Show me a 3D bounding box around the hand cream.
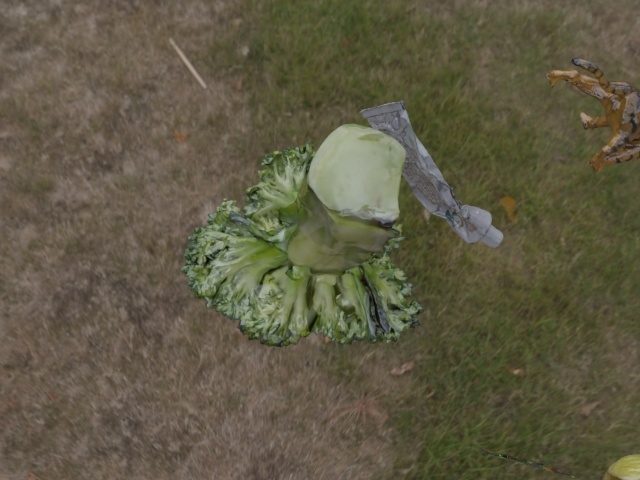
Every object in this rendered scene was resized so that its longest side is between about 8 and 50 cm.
[{"bbox_3d":[0.150,-0.077,1.089,0.257,0.084,0.050,46,68,-21],"label":"hand cream"}]

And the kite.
[{"bbox_3d":[0.195,0.222,0.853,0.090,0.122,0.004,21,80,-35],"label":"kite"}]

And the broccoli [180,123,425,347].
[{"bbox_3d":[-0.016,-0.016,0.851,0.252,0.361,0.221,32,71,20],"label":"broccoli"}]

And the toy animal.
[{"bbox_3d":[0.368,-0.164,1.037,0.116,0.255,0.114,-25,67,25],"label":"toy animal"}]

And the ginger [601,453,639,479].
[{"bbox_3d":[0.237,0.321,0.873,0.118,0.299,0.065,44,28,2],"label":"ginger"}]
